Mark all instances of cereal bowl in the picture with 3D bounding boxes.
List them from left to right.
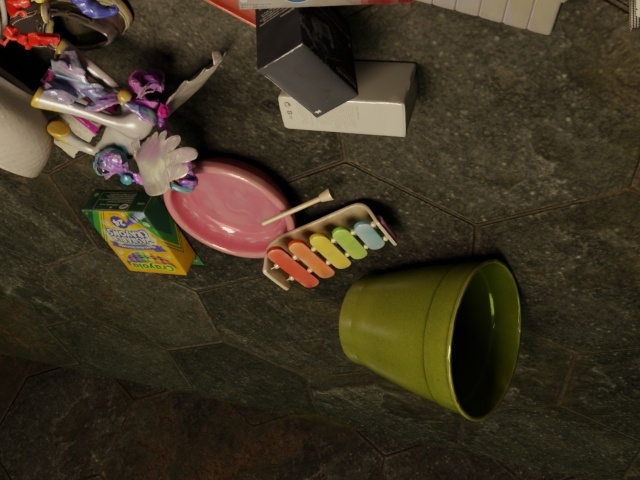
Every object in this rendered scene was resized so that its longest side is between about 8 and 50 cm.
[{"bbox_3d":[-0.678,-0.280,1.295,0.339,0.141,0.339,37,-178,-1],"label":"cereal bowl"}]

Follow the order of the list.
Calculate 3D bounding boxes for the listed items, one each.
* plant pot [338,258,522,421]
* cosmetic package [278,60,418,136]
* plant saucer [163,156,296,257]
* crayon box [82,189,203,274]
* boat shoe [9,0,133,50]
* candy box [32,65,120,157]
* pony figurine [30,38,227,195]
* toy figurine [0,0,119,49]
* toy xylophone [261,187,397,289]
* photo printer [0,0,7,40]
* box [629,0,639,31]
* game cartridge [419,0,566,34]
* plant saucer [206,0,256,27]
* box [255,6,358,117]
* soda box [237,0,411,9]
[{"bbox_3d":[0.249,0.214,1.582,0.353,0.366,0.366,5,145,40],"label":"plant pot"},{"bbox_3d":[0.053,-0.261,1.180,0.231,0.117,0.085,9,145,17],"label":"cosmetic package"},{"bbox_3d":[-0.211,-0.086,1.574,0.332,0.084,0.332,12,145,8],"label":"plant saucer"},{"bbox_3d":[-0.489,-0.003,1.820,0.203,0.083,0.323,3,143,22],"label":"crayon box"},{"bbox_3d":[-0.499,-0.411,1.252,0.285,0.092,0.103,3,143,21],"label":"boat shoe"},{"bbox_3d":[-0.562,-0.299,1.456,0.159,0.071,0.233,38,140,-25],"label":"candy box"},{"bbox_3d":[-0.358,-0.232,1.270,0.363,0.302,0.351,28,154,-21],"label":"pony figurine"},{"bbox_3d":[-0.411,-0.496,1.072,0.191,0.217,0.362,3,101,45],"label":"toy figurine"},{"bbox_3d":[0.000,0.000,1.502,0.323,0.081,0.236,-29,142,24],"label":"toy xylophone"},{"bbox_3d":[-0.754,-0.506,1.229,0.308,0.107,0.256,18,147,1],"label":"photo printer"},{"bbox_3d":[0.505,-0.406,0.815,0.216,0.060,0.270,0,141,25],"label":"box"},{"bbox_3d":[0.249,-0.454,0.843,0.230,0.068,0.355,18,146,12],"label":"game cartridge"},{"bbox_3d":[-0.155,-0.492,1.020,0.258,0.047,0.259,26,146,-10],"label":"plant saucer"},{"bbox_3d":[-0.022,-0.315,1.061,0.093,0.158,0.156,-22,148,30],"label":"box"},{"bbox_3d":[0.005,-0.406,0.958,0.263,0.092,0.083,-2,149,2],"label":"soda box"}]
